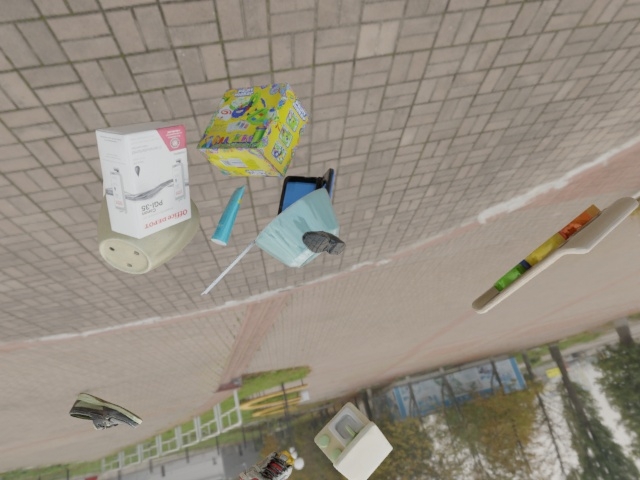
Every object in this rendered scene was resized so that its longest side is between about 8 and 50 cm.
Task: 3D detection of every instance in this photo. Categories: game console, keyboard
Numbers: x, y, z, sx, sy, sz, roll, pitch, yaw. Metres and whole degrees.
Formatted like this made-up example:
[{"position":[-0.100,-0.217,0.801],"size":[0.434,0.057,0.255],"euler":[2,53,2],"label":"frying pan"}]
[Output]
[{"position":[-0.070,-0.141,1.748],"size":[0.174,0.293,0.250],"euler":[11,170,-11],"label":"game console"},{"position":[-0.320,0.093,1.500],"size":[0.256,0.014,0.072],"euler":[-48,-167,-21],"label":"keyboard"}]

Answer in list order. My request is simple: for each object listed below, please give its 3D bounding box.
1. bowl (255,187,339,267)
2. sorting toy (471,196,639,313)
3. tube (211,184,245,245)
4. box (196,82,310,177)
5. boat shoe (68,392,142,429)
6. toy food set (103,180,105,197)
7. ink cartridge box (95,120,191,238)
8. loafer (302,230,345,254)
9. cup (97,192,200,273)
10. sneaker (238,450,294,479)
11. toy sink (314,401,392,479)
[{"position":[-0.054,-0.022,1.496],"size":[0.312,0.163,0.311],"euler":[-38,173,-5],"label":"bowl"},{"position":[0.335,0.019,0.639],"size":[0.193,0.038,0.208],"euler":[-26,162,-32],"label":"sorting toy"},{"position":[-0.297,-0.087,1.412],"size":[0.052,0.207,0.080],"euler":[29,160,-35],"label":"tube"},{"position":[-0.239,-0.392,1.555],"size":[0.290,0.279,0.177],"euler":[8,158,33],"label":"box"},{"position":[-0.605,0.494,1.212],"size":[0.224,0.073,0.080],"euler":[11,143,19],"label":"boat shoe"},{"position":[-0.711,-0.149,1.753],"size":[0.306,0.092,0.219],"euler":[8,138,-19],"label":"toy food set"},{"position":[-0.477,-0.173,1.200],"size":[0.117,0.282,0.207],"euler":[14,-153,25],"label":"ink cartridge box"},{"position":[0.000,0.000,1.241],"size":[0.062,0.061,0.170],"euler":[-51,145,15],"label":"loafer"},{"position":[-0.605,-0.029,1.453],"size":[0.331,0.236,0.331],"euler":[6,137,6],"label":"cup"},{"position":[-0.121,0.544,1.021],"size":[0.092,0.088,0.225],"euler":[-50,163,-8],"label":"sneaker"},{"position":[0.088,0.576,1.240],"size":[0.153,0.131,0.234],"euler":[-44,137,-14],"label":"toy sink"}]
